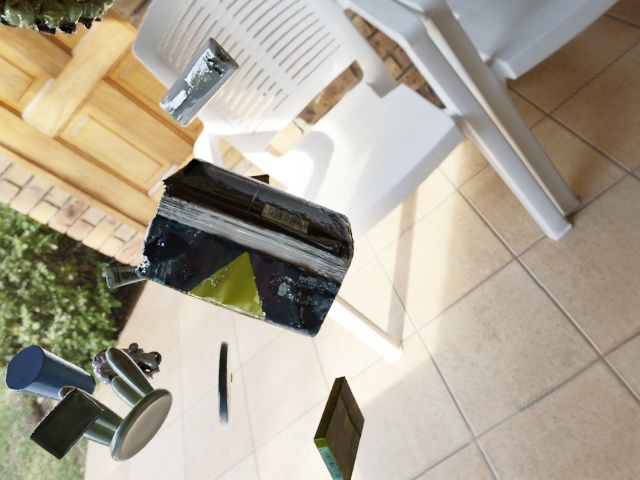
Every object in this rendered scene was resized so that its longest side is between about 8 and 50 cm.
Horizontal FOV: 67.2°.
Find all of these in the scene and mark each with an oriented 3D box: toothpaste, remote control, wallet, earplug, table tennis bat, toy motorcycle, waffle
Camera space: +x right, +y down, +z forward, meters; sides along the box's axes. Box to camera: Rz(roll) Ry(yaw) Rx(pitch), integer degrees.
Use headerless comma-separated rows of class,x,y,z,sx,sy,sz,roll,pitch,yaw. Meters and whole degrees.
toothpaste,-0.529,0.095,1.474,0.039,0.239,0.062,-15,87,53
remote control,-0.367,-0.446,1.406,0.313,0.109,0.055,-30,24,40
wallet,-0.556,0.399,1.056,0.129,0.088,0.026,-51,14,-26
earplug,-0.805,0.431,1.484,0.132,0.273,0.133,-10,57,15
table tennis bat,-0.261,0.381,1.317,0.329,0.044,0.215,133,135,-76
toy motorcycle,-0.721,0.475,1.770,0.260,0.110,0.171,2,49,3
waffle,-0.385,-0.317,0.610,0.214,0.207,0.054,-88,15,-52

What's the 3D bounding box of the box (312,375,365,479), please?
box,0.043,0.384,0.981,0.030,0.122,0.193,-18,14,21

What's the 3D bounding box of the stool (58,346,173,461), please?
stool,-0.505,0.413,1.209,0.198,0.195,0.195,29,43,17

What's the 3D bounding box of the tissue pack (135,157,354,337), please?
tissue pack,-0.158,0.006,1.084,0.264,0.416,0.253,-91,25,-67

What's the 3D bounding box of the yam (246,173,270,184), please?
yam,-0.341,-0.194,1.727,0.045,0.326,0.045,107,146,-56
